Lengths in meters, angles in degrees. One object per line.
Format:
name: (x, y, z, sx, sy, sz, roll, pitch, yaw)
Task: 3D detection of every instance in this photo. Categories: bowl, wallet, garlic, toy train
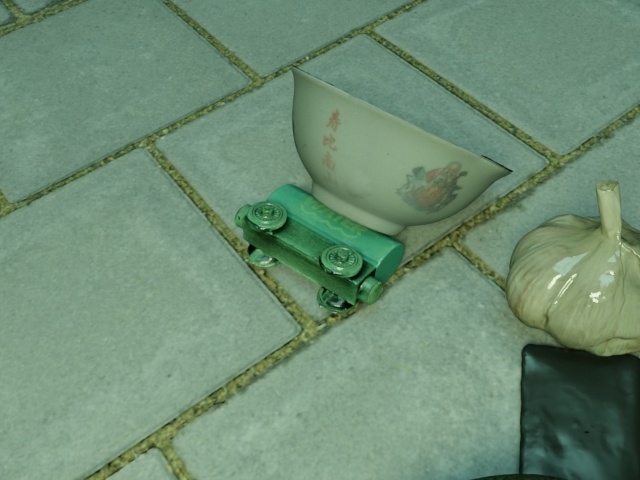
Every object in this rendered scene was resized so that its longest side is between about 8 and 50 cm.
bowl: (0.083, -0.106, 0.990, 0.345, 0.345, 0.157, 31, 102, 26)
wallet: (0.303, 0.252, 0.800, 0.146, 0.030, 0.285, 9, 53, 8)
garlic: (0.349, 0.022, 0.858, 0.218, 0.212, 0.218, 1, 38, -1)
toy train: (0.000, 0.000, 0.992, 0.248, 0.101, 0.159, 29, 45, 23)

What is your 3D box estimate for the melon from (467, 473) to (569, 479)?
melon: (0.151, 0.340, 0.601, 0.329, 0.248, 0.248, -20, 52, 0)
